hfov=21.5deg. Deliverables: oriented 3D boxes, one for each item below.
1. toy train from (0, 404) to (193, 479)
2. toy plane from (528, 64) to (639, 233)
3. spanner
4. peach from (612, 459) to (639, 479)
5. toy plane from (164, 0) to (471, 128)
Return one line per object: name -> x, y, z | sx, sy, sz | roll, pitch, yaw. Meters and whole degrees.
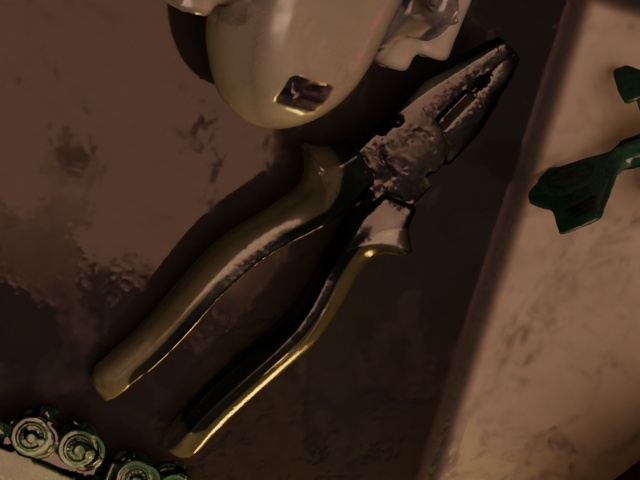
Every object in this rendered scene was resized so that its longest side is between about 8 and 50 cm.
toy train -> -0.142, 0.152, 1.034 | 0.148, 0.038, 0.071 | 28, 97, -21
toy plane -> 0.306, -0.097, 1.029 | 0.382, 0.155, 0.106 | -19, 112, 9
spanner -> 0.000, 0.000, 1.016 | 0.325, 0.040, 0.096 | -45, 113, 7
peach -> 0.308, 0.284, 1.030 | 0.388, 0.388, 0.388 | -5, 108, -15
toy plane -> 0.000, -0.181, 0.936 | 0.245, 0.117, 0.244 | -16, 121, -28
